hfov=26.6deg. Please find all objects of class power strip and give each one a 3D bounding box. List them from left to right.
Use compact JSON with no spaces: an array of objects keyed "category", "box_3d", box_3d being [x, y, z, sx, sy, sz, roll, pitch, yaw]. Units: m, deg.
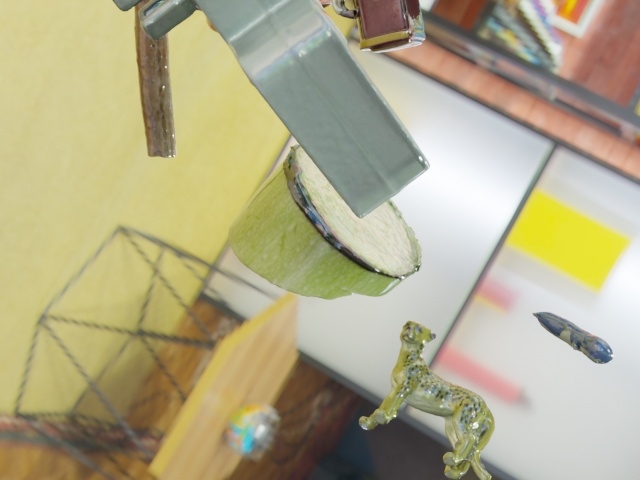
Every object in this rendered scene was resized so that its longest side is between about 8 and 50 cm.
[{"category":"power strip","box_3d":[-0.046,-0.151,1.085,0.141,0.261,0.229,-36,-156,5]}]

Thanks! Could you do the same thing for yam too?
[{"category":"yam","box_3d":[-0.222,-0.240,1.800,0.046,0.046,0.264,-31,120,-60]}]

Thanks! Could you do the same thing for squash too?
[{"category":"squash","box_3d":[0.014,-0.003,1.625,0.133,0.220,0.220,-53,168,25]}]

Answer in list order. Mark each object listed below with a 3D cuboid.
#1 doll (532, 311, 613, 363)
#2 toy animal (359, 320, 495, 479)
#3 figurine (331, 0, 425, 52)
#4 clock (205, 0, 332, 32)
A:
[{"category":"doll","box_3d":[0.280,0.106,1.512,0.037,0.125,0.027,31,90,-35]},{"category":"toy animal","box_3d":[0.147,0.194,1.608,0.136,0.181,0.073,-55,169,-25]},{"category":"figurine","box_3d":[0.059,-0.293,1.560,0.082,0.098,0.154,-19,97,-69]},{"category":"clock","box_3d":[-0.069,-0.349,1.989,0.205,0.205,0.051,-27,104,-63]}]
